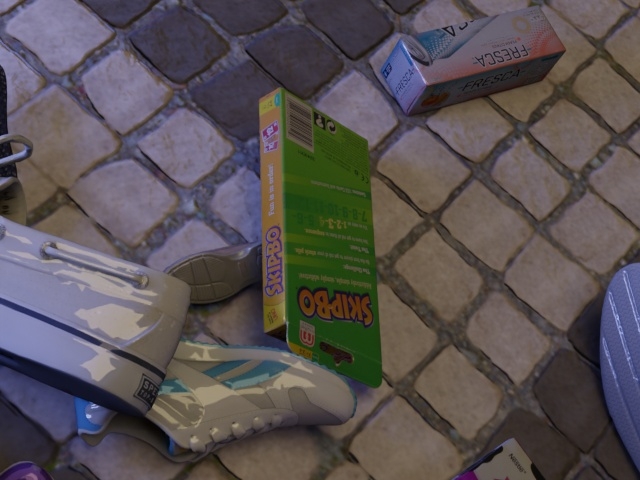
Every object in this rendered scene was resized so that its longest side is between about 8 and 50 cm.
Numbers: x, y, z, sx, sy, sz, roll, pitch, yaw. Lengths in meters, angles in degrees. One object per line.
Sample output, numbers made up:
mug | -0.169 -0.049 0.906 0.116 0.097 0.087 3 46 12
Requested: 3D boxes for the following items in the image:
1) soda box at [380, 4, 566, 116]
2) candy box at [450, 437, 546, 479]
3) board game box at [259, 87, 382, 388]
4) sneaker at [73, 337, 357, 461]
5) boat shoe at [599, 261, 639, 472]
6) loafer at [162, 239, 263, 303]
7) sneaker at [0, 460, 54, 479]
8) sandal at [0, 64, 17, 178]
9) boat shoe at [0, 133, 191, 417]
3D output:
soda box | 0.157 -0.184 1.369 0.183 0.058 0.063 -17 69 -29
candy box | 0.119 0.262 0.988 0.071 0.233 0.159 -28 75 -31
board game box | 0.000 0.000 1.185 0.124 0.039 0.260 27 47 -41
sneaker | -0.084 0.133 1.084 0.228 0.087 0.092 8 65 -8
boat shoe | 0.354 0.177 1.213 0.119 0.121 0.335 -7 75 -33
loafer | -0.085 0.025 1.173 0.125 0.039 0.045 -16 101 -24
sneaker | -0.245 0.229 0.968 0.068 0.071 0.170 34 55 1
sandal | -0.292 -0.073 1.144 0.067 0.040 0.179 4 61 -15
boat shoe | -0.265 -0.008 1.016 0.367 0.136 0.157 22 72 9
